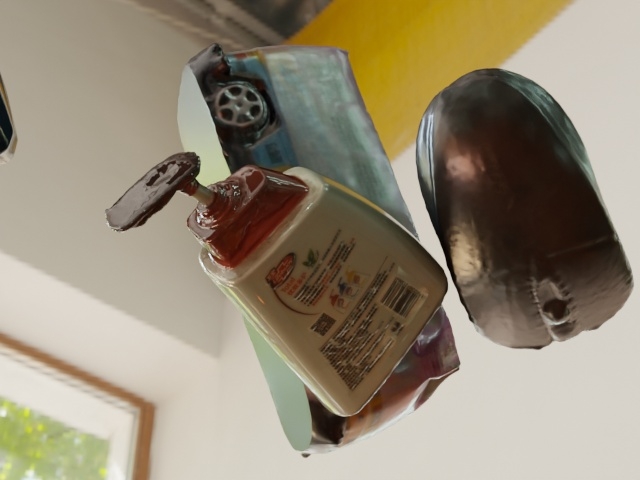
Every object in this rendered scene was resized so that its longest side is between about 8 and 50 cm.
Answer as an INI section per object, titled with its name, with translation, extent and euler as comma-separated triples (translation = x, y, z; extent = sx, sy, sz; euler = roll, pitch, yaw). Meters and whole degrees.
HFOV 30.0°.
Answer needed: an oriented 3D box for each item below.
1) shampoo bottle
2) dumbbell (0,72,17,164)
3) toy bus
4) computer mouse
[shampoo bottle]
translation = -0.028, 0.015, 0.874
extent = 0.153, 0.071, 0.284
euler = -52, -49, 1
[dumbbell]
translation = -0.423, -0.087, 0.997
extent = 0.324, 0.144, 0.160
euler = -20, -59, -10
[toy bus]
translation = 0.000, 0.000, 1.119
extent = 0.162, 0.386, 0.171
euler = -14, -20, -18
[computer mouse]
translation = 0.162, -0.006, 0.947
extent = 0.137, 0.086, 0.270
euler = -19, -57, 13
